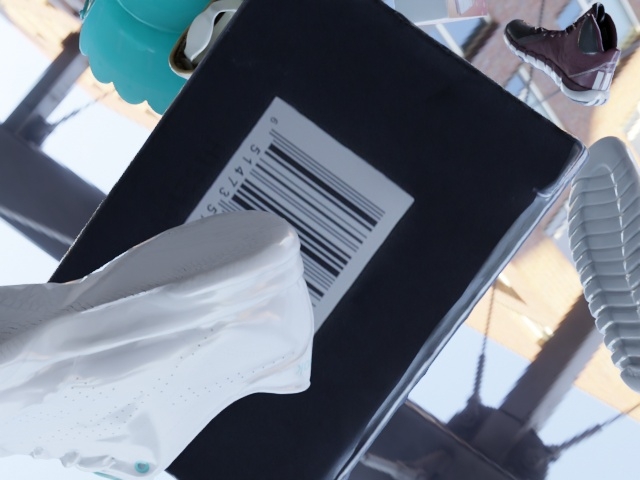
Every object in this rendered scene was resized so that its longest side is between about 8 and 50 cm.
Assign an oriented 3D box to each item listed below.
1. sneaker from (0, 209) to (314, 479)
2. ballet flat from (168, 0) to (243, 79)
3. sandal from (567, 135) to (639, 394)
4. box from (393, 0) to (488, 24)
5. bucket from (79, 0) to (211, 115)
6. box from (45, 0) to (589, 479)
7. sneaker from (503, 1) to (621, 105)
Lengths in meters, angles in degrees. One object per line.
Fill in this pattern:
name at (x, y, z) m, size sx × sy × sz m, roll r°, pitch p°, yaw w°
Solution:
sneaker at (-0.100, 0.063, 0.380) m, size 0.212 × 0.094 × 0.080 m, roll -17°, pitch -156°, yaw -11°
ballet flat at (-0.074, -0.246, 0.995) m, size 0.232 × 0.073 × 0.080 m, roll -47°, pitch -109°, yaw 27°
sandal at (0.488, 0.040, 1.511) m, size 0.169 × 0.102 × 0.416 m, roll -34°, pitch -123°, yaw 56°
box at (0.186, -0.407, 1.507) m, size 0.091 × 0.130 × 0.170 m, roll -2°, pitch -167°, yaw 31°
bucket at (-0.198, -0.333, 1.385) m, size 0.281 × 0.281 × 0.183 m, roll -25°, pitch -131°, yaw 24°
box at (0.000, 0.000, 0.726) m, size 0.293 × 0.212 × 0.395 m, roll -54°, pitch 177°, yaw 6°
sneaker at (0.462, -0.384, 1.788) m, size 0.281 × 0.106 × 0.162 m, roll 51°, pitch -42°, yaw 39°
